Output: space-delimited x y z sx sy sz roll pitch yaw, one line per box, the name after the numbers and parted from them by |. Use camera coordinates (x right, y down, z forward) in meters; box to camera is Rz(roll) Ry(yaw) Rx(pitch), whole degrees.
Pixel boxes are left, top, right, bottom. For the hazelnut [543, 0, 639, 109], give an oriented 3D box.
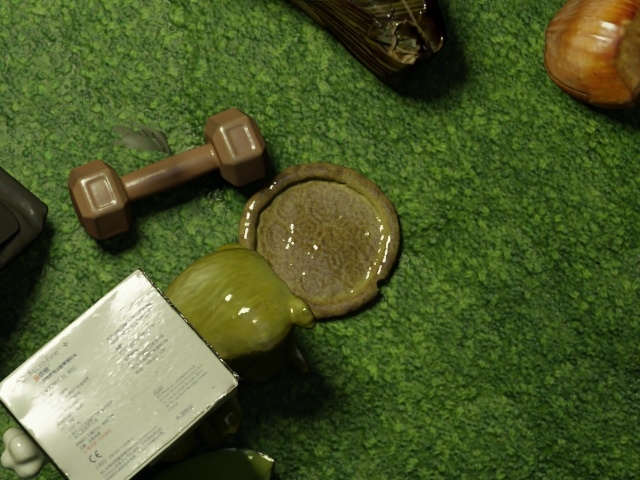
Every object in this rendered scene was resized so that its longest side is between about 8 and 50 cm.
0.349 -0.236 1.855 0.150 0.150 0.150 2 80 -9 | hazelnut

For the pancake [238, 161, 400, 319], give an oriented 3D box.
0.000 0.000 1.802 0.199 0.021 0.199 1 82 -10 | pancake

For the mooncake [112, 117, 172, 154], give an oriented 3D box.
-0.150 -0.229 1.771 0.150 0.057 0.347 7 60 -4 | mooncake

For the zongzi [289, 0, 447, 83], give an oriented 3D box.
-0.031 -0.298 1.765 0.317 0.154 0.289 -21 84 -22 | zongzi

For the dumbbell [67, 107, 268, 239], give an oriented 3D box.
-0.174 -0.078 1.754 0.230 0.082 0.092 -21 86 -13 | dumbbell

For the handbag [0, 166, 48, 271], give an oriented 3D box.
-0.439 -0.041 1.649 0.247 0.223 0.080 39 120 -1 | handbag

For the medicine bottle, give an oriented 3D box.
-0.207 0.150 1.554 0.201 0.052 0.171 -42 78 -14 | medicine bottle

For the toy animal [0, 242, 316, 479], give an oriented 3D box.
-0.165 0.169 1.671 0.180 0.181 0.363 43 75 8 | toy animal

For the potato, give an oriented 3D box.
-0.136 0.301 1.696 0.119 0.054 0.198 32 48 25 | potato
